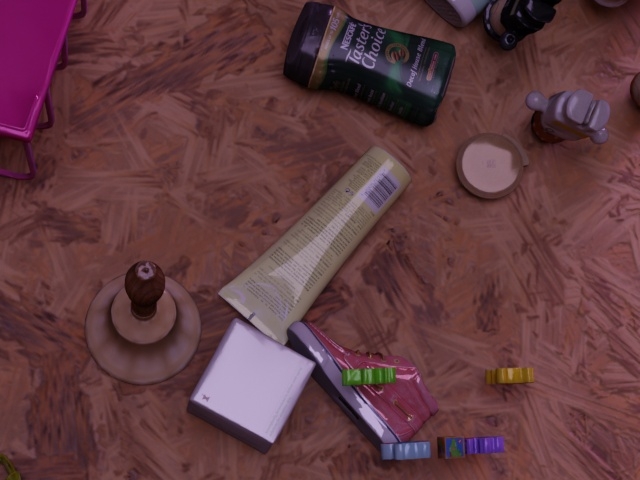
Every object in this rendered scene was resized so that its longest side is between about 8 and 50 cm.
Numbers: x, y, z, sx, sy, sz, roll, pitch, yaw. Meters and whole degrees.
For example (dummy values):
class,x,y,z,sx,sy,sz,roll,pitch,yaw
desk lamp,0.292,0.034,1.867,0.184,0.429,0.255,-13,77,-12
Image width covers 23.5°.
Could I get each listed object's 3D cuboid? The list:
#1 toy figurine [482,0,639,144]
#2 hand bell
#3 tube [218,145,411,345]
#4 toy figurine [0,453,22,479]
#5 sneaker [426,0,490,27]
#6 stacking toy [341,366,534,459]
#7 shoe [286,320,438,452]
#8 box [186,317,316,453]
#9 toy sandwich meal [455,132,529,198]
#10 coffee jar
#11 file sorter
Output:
class,x,y,z,sx,sy,sz,roll,pitch,yaw
toy figurine,0.308,-0.218,1.737,0.213,0.148,0.209,-23,93,-13
hand bell,-0.176,0.063,1.551,0.126,0.242,0.126,2,74,-7
tube,0.000,0.000,1.691,0.240,0.062,0.070,-48,42,-12
toy figurine,-0.380,0.396,1.497,0.191,0.217,0.362,29,29,16
sneaker,0.129,-0.387,1.790,0.151,0.094,0.256,-44,93,-10
stacking toy,0.125,0.216,1.614,0.221,0.052,0.167,1,84,-18
shoe,0.046,0.140,1.653,0.081,0.063,0.178,-40,88,-17
box,-0.074,0.154,1.618,0.102,0.087,0.101,28,73,2
toy sandwich meal,0.193,-0.085,1.751,0.086,0.029,0.085,1,78,-4
coffee jar,0.054,-0.201,1.738,0.184,0.079,0.096,17,73,-1
file sorter,-0.359,-0.234,1.644,0.202,0.182,0.290,15,72,-1
